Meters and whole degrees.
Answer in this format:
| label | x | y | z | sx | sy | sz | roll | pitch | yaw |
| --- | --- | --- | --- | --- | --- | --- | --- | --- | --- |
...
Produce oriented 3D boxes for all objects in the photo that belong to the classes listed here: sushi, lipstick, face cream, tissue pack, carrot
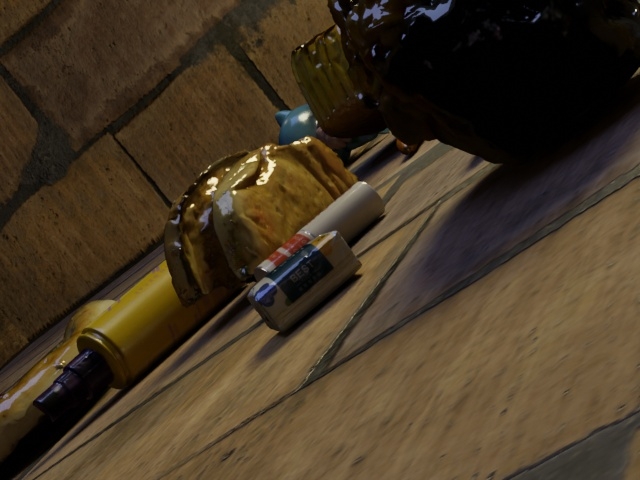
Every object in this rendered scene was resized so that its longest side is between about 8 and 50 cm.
| label | x | y | z | sx | sy | sz | roll | pitch | yaw |
| --- | --- | --- | --- | --- | --- | --- | --- | --- | --- |
| sushi | 0.107 | -0.148 | 1.067 | 0.204 | 0.200 | 0.213 | -44 | -3 | 28 |
| lipstick | 0.000 | 0.000 | 1.340 | 0.130 | 0.038 | 0.038 | -41 | 6 | -24 |
| face cream | -0.193 | 0.095 | 1.588 | 0.273 | 0.078 | 0.078 | -42 | 7 | -31 |
| tissue pack | -0.013 | 0.031 | 1.163 | 0.083 | 0.042 | 0.062 | -39 | 3 | -8 |
| carrot | 0.103 | -0.127 | 1.717 | 0.037 | 0.037 | 0.190 | -37 | 7 | 13 |

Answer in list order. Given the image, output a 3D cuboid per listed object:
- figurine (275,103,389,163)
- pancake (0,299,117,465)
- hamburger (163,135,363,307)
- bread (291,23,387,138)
| label | x | y | z | sx | sy | sz | roll | pitch | yaw |
| --- | --- | --- | --- | --- | --- | --- | --- | --- | --- |
| figurine | 0.028 | -0.160 | 2.151 | 0.178 | 0.114 | 0.144 | -16 | 13 | 45 |
| pancake | -0.357 | 0.201 | 1.756 | 0.387 | 0.082 | 0.387 | -41 | 4 | 3 |
| hamburger | -0.072 | -0.026 | 1.552 | 0.124 | 0.131 | 0.262 | -34 | 2 | 35 |
| bread | 0.098 | -0.228 | 1.847 | 0.253 | 0.142 | 0.227 | -24 | -8 | 39 |
